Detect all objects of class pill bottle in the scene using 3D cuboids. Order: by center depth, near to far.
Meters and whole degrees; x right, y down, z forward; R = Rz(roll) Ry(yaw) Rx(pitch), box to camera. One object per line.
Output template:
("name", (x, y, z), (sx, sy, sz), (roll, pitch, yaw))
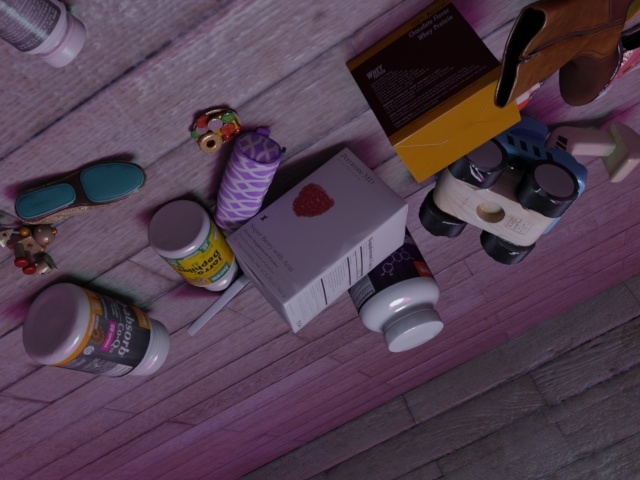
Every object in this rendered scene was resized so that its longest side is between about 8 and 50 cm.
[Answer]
("pill bottle", (-0.337, -0.259, 0.641), (0.078, 0.078, 0.137), (-32, 149, 14))
("pill bottle", (-0.236, 0.020, 1.116), (0.117, 0.117, 0.208), (-24, 150, 0))
("pill bottle", (-0.454, 0.198, 1.201), (0.162, 0.162, 0.278), (-31, 150, 13))
("pill bottle", (0.140, 0.070, 1.257), (0.181, 0.323, 0.181), (-18, 150, -11))

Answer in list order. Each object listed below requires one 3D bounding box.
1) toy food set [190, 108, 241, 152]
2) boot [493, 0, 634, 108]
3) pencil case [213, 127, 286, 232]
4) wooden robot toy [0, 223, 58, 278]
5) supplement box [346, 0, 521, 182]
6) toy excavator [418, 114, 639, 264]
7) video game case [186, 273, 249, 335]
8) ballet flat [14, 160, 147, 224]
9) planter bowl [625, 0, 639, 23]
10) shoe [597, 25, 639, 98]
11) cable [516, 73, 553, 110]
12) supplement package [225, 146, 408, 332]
("toy food set", (-0.169, -0.182, 0.940), (0.083, 0.020, 0.082), (-24, 150, 0))
("boot", (0.352, -0.256, 0.832), (0.280, 0.096, 0.264), (-38, 157, -26))
("pencil case", (-0.134, -0.103, 1.027), (0.086, 0.088, 0.206), (14, 137, -17))
("wooden robot toy", (-0.480, 0.011, 0.982), (0.079, 0.076, 0.173), (-30, 152, -11))
("supplement box", (0.178, -0.239, 0.922), (0.191, 0.194, 0.129), (-32, 148, 13))
("toy excavator", (0.480, -0.167, 1.251), (0.433, 0.445, 0.222), (24, 144, 5))
("video game case", (-0.195, 0.113, 1.289), (0.201, 0.023, 0.183), (-43, -179, 29))
("ballet flat", (-0.381, -0.077, 0.928), (0.206, 0.073, 0.067), (-15, 176, -10))
("planter bowl", (0.441, -0.427, 0.916), (0.217, 0.090, 0.217), (-18, 150, -11))
("shoe", (0.589, -0.359, 1.163), (0.178, 0.063, 0.081), (-33, 148, 5))
("cable", (0.440, -0.319, 1.102), (0.287, 0.072, 0.139), (-29, 148, 8))
("supplement package", (0.000, 0.000, 1.104), (0.293, 0.177, 0.175), (-39, 158, -13))
